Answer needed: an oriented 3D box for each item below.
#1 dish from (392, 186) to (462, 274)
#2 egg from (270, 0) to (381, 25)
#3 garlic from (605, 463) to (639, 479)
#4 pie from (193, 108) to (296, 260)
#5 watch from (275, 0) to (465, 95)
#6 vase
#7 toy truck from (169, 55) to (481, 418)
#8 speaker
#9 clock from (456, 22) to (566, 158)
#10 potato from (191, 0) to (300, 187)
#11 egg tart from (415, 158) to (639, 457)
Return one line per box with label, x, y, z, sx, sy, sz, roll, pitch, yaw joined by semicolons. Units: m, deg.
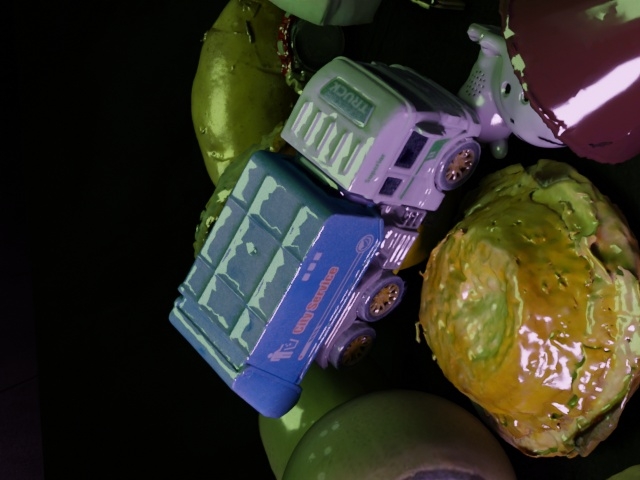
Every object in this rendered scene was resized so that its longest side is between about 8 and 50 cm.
dish;0.102;-0.037;1.126;0.149;0.080;0.207;-130;48;-59
egg;-0.002;-0.390;1.130;0.161;0.207;0.271;112;174;-50
garlic;0.284;0.226;0.821;0.195;0.087;0.101;130;144;-52
pie;-0.035;-0.029;1.172;0.085;0.308;0.308;36;124;26
watch;0.050;-0.231;1.215;0.268;0.102;0.164;32;107;53
vase;0.076;0.299;1.086;0.329;0.241;0.302;68;167;-15
toy truck;0.000;0.000;1.009;0.146;0.175;0.367;40;109;33
speaker;0.301;-0.145;0.696;0.330;0.198;0.259;-13;66;51
clock;0.192;-0.129;0.975;0.176;0.080;0.117;41;125;54
potato;-0.085;-0.192;1.369;0.140;0.173;0.300;-179;90;-68
egg tart;0.180;0.063;0.966;0.295;0.116;0.294;-5;84;59
